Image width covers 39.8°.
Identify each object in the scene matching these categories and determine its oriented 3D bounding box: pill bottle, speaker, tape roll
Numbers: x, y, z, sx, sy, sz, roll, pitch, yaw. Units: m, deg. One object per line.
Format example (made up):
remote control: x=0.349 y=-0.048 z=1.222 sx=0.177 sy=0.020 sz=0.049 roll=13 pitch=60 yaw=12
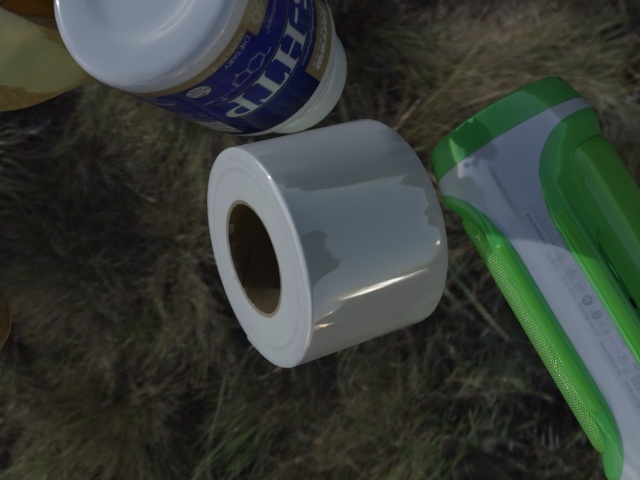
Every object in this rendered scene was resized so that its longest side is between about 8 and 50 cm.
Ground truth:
pill bottle: x=-0.054 y=-0.121 z=0.516 sx=0.112 sy=0.187 sz=0.111 roll=-2 pitch=85 yaw=22
speaker: x=0.197 y=0.038 z=0.618 sx=0.131 sy=0.131 sz=0.296 roll=-32 pitch=81 yaw=19
tape roll: x=0.000 y=0.000 z=0.971 sx=0.246 sy=0.169 sz=0.246 roll=38 pitch=136 yaw=50

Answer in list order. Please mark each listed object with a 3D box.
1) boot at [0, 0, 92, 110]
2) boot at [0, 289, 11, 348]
boot: x=-0.260 y=-0.201 z=0.576 sx=0.104 sy=0.295 sz=0.211 roll=-31 pitch=87 yaw=13
boot: x=-0.345 y=0.083 z=0.672 sx=0.112 sy=0.305 sz=0.115 roll=47 pitch=121 yaw=8
